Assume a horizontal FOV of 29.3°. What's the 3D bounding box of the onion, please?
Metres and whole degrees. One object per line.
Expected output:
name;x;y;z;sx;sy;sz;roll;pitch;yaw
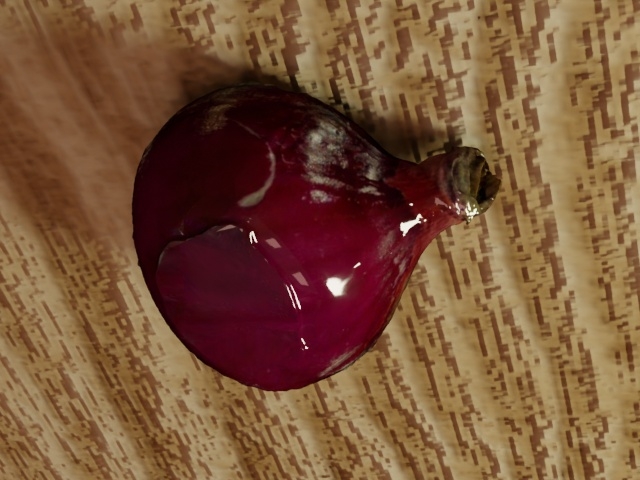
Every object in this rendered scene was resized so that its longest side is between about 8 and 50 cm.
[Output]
onion;0.000;0.000;0.724;0.218;0.140;0.195;-9;123;19
